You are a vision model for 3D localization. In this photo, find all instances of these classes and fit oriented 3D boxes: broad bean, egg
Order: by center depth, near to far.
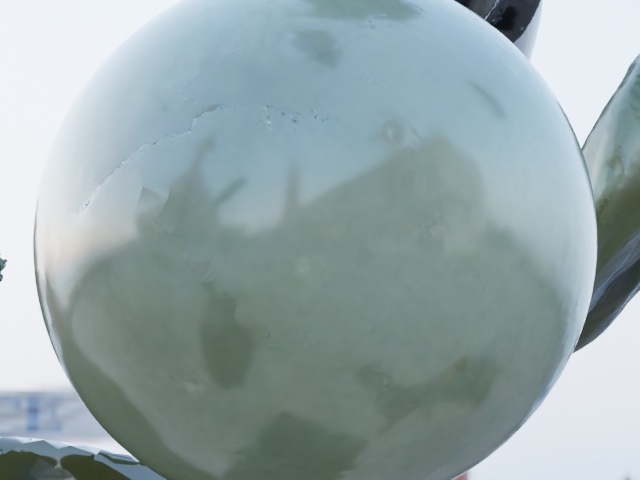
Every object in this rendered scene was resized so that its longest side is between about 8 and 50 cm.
[{"bbox_3d":[0.000,0.000,0.655,0.186,0.187,0.253,-3,7,15],"label":"egg"},{"bbox_3d":[0.154,-0.010,0.986,0.072,0.207,0.153,36,9,26],"label":"broad bean"}]

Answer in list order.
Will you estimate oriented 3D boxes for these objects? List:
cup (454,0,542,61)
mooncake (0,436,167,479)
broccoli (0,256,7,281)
[{"bbox_3d":[0.064,-0.126,1.202,0.169,0.177,0.223,27,-30,-23],"label":"cup"},{"bbox_3d":[-0.178,0.258,0.907,0.378,0.201,0.378,0,-36,0],"label":"mooncake"},{"bbox_3d":[-0.265,0.033,1.146,0.145,0.162,0.138,14,-36,-20],"label":"broccoli"}]
